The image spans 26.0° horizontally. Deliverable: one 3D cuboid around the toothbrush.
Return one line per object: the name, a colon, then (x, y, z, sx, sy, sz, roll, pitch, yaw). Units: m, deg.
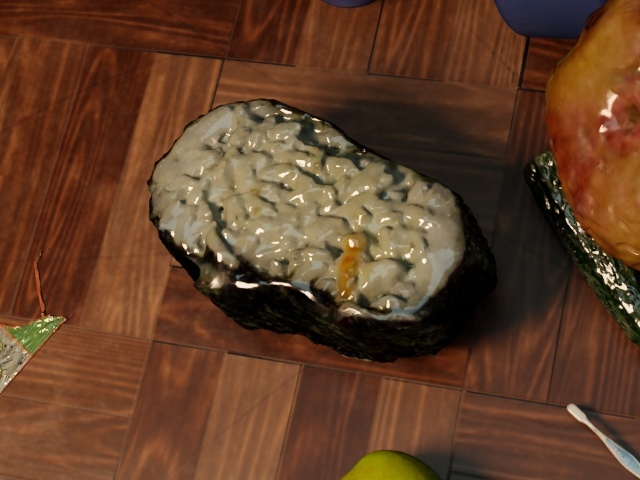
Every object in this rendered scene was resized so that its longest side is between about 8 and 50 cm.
toothbrush: (0.293, 0.210, 1.301, 0.014, 0.017, 0.162, -46, 67, -1)

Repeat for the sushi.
sushi: (0.000, 0.000, 1.365, 0.350, 0.171, 0.211, 18, 72, 18)

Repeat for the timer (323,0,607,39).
timer: (0.141, -0.323, 1.441, 0.384, 0.270, 0.270, -3, 68, 26)

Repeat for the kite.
kite: (-0.363, 0.070, 1.504, 0.198, 0.006, 0.244, -8, 68, 9)

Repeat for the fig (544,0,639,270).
fig: (0.402, -0.093, 1.277, 0.369, 0.286, 0.286, 10, 71, -32)

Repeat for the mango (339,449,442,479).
mango: (0.062, 0.276, 1.287, 0.117, 0.089, 0.163, 1, 70, 13)

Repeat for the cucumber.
cucumber: (0.284, 0.016, 1.351, 0.074, 0.074, 0.241, -29, 68, 0)
